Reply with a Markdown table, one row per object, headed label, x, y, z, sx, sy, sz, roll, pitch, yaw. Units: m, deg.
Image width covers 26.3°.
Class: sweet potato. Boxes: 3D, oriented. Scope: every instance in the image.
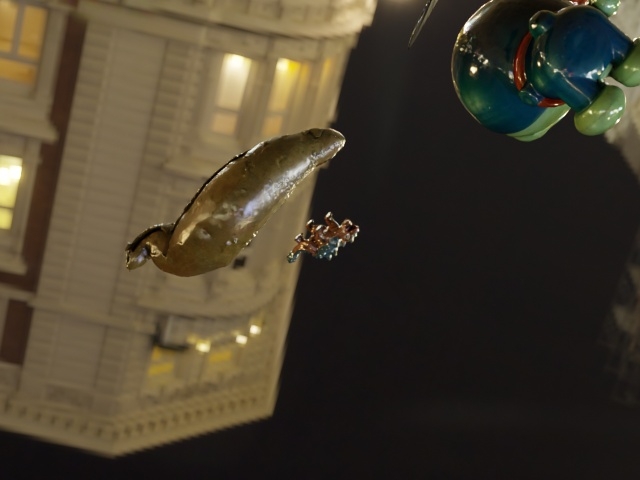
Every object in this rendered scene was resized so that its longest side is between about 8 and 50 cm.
| label | x | y | z | sx | sy | sz | roll | pitch | yaw |
| --- | --- | --- | --- | --- | --- | --- | --- | --- | --- |
| sweet potato | -0.110 | -0.034 | 1.629 | 0.098 | 0.310 | 0.124 | 50 | -163 | -13 |

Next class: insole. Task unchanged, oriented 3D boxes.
| label | x | y | z | sx | sy | sz | roll | pitch | yaw |
| --- | --- | --- | --- | --- | --- | --- | --- | --- | --- |
| insole | 0.145 | -0.304 | 1.583 | 0.003 | 0.080 | 0.232 | 26 | -121 | 5 |

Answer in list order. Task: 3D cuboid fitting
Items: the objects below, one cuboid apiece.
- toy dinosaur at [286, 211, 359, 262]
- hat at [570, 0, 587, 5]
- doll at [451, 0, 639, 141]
| label | x | y | z | sx | sy | sz | roll | pitch | yaw |
| --- | --- | --- | --- | --- | --- | --- | --- | --- | --- |
| toy dinosaur | 0.000 | 0.000 | 1.889 | 0.055 | 0.154 | 0.049 | 46 | -129 | -15 |
| hat | 0.364 | -0.365 | 2.076 | 0.112 | 0.162 | 0.093 | 15 | -159 | -3 |
| doll | 0.287 | -0.236 | 1.786 | 0.186 | 0.198 | 0.322 | 41 | 165 | -16 |
